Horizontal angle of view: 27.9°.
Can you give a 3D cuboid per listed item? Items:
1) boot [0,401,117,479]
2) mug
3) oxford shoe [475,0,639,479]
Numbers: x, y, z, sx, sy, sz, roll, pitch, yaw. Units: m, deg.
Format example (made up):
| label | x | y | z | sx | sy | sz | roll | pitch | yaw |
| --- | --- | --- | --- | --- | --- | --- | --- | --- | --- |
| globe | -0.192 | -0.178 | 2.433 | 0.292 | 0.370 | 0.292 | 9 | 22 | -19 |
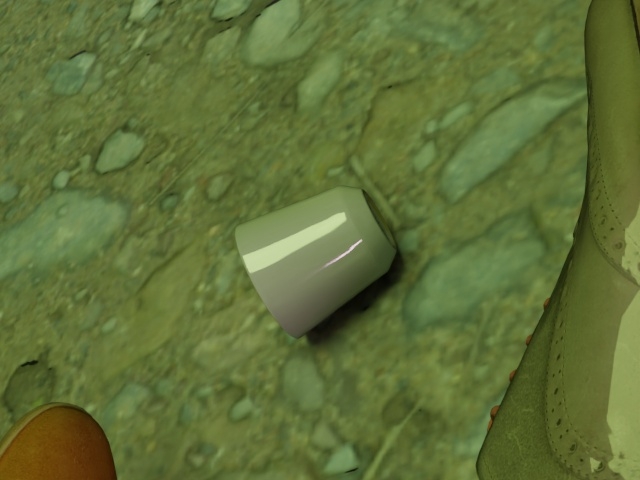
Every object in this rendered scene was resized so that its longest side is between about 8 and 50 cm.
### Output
| label | x | y | z | sx | sy | sz | roll | pitch | yaw |
| --- | --- | --- | --- | --- | --- | --- | --- | --- | --- |
| boot | -0.055 | 0.194 | 0.497 | 0.211 | 0.104 | 0.295 | -12 | 56 | 29 |
| mug | -0.001 | 0.000 | 0.627 | 0.064 | 0.062 | 0.078 | -29 | 49 | 10 |
| oxford shoe | 0.105 | 0.036 | 0.453 | 0.130 | 0.123 | 0.348 | -24 | 44 | 35 |
